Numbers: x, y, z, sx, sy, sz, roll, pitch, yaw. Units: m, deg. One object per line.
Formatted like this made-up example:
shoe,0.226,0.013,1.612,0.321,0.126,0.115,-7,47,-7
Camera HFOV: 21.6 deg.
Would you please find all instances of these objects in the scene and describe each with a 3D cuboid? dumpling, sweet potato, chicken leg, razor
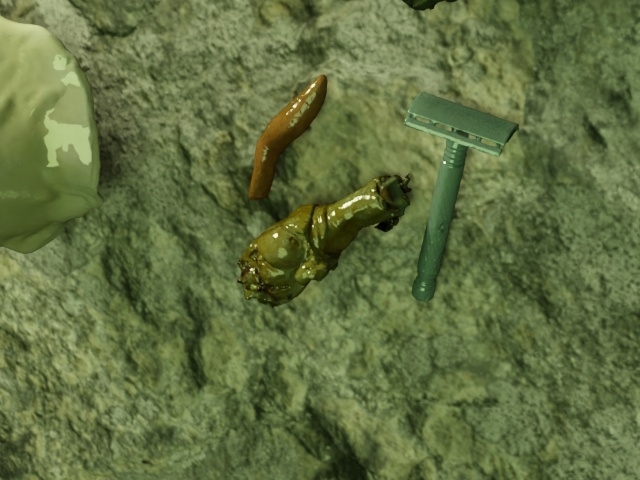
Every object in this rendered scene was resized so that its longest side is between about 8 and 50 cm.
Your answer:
dumpling,-0.365,-0.138,1.840,0.243,0.187,0.318,-24,98,34
sweet potato,-0.043,-0.109,1.799,0.044,0.044,0.179,37,121,5
chicken leg,0.000,0.000,1.792,0.227,0.103,0.088,-28,84,28
razor,0.129,-0.034,1.746,0.106,0.068,0.232,20,124,16

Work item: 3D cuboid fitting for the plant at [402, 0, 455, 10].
plant,0.149,-0.265,1.621,0.174,0.087,0.085,-13,77,24
